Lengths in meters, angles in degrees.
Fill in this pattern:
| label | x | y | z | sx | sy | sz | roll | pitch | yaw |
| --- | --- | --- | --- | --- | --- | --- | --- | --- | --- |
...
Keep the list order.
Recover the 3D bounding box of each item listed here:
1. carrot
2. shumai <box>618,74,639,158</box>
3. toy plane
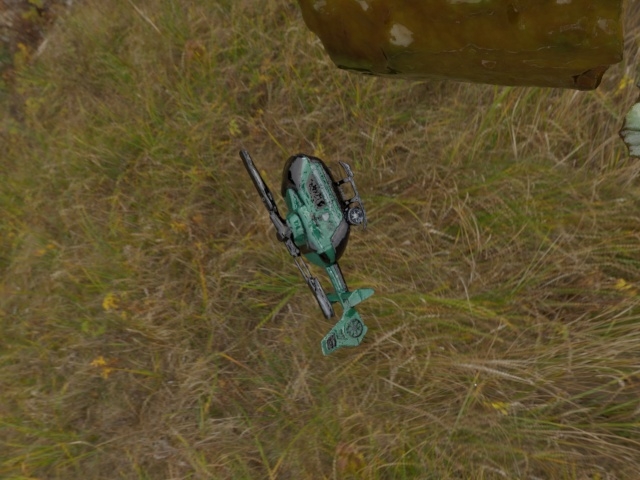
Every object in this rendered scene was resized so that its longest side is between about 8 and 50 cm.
| label | x | y | z | sx | sy | sz | roll | pitch | yaw |
| --- | --- | --- | --- | --- | --- | --- | --- | --- | --- |
| carrot | 0.087 | -0.236 | 0.446 | 0.341 | 0.241 | 0.241 | 13 | 81 | 24 |
| shumai | 0.407 | -0.142 | 0.644 | 0.184 | 0.184 | 0.142 | -52 | 47 | -2 |
| toy plane | 0.000 | 0.000 | 1.058 | 0.155 | 0.106 | 0.381 | -25 | 96 | -30 |
